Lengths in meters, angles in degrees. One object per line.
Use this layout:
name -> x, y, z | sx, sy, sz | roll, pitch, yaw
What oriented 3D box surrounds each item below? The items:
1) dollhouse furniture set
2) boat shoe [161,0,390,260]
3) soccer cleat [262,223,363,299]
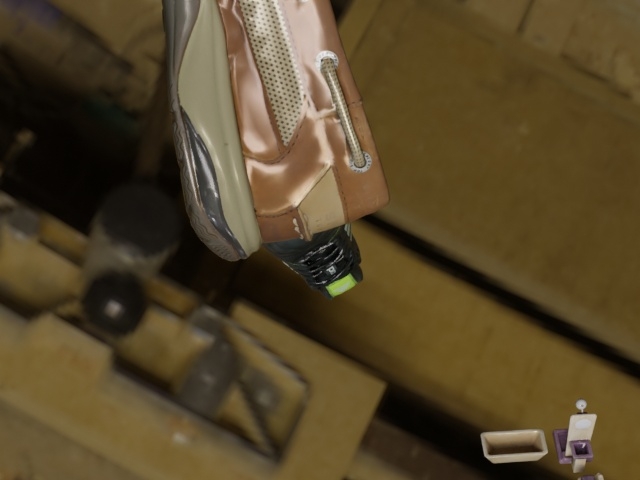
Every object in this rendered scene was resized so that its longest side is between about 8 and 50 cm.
dollhouse furniture set -> 0.223, 0.204, 1.927 | 0.114, 0.091, 0.081 | -3, 137, -5
boat shoe -> -0.029, -0.156, 0.985 | 0.120, 0.122, 0.324 | -8, 99, 0
soccer cleat -> 0.000, 0.000, 1.186 | 0.072, 0.060, 0.179 | 62, -177, -1
